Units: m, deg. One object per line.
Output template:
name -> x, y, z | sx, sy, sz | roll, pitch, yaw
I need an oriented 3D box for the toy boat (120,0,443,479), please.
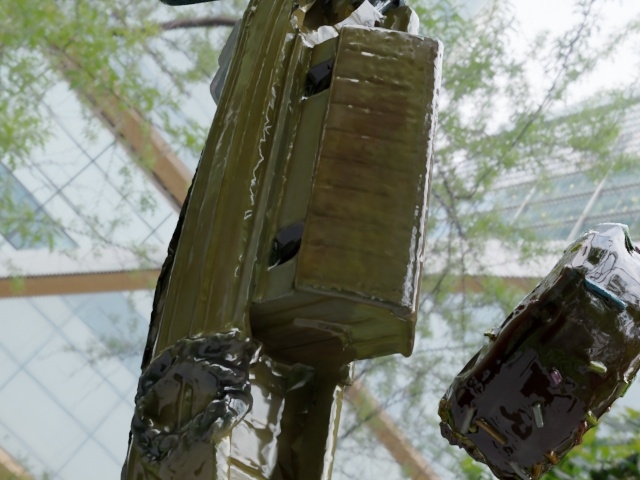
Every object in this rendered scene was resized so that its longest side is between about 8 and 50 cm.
toy boat -> 0.000, 0.000, 0.504 | 0.162, 0.446, 0.136 | -14, -38, 37

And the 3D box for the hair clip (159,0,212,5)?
hair clip -> 0.011, -0.145, 0.367 | 0.070, 0.229, 0.039 | 43, -43, -4

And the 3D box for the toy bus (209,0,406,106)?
toy bus -> -0.011, -0.185, 0.750 | 0.106, 0.092, 0.268 | 43, -38, 1

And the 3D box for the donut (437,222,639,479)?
donut -> 0.180, 0.092, 0.652 | 0.096, 0.216, 0.230 | 40, -18, 18
